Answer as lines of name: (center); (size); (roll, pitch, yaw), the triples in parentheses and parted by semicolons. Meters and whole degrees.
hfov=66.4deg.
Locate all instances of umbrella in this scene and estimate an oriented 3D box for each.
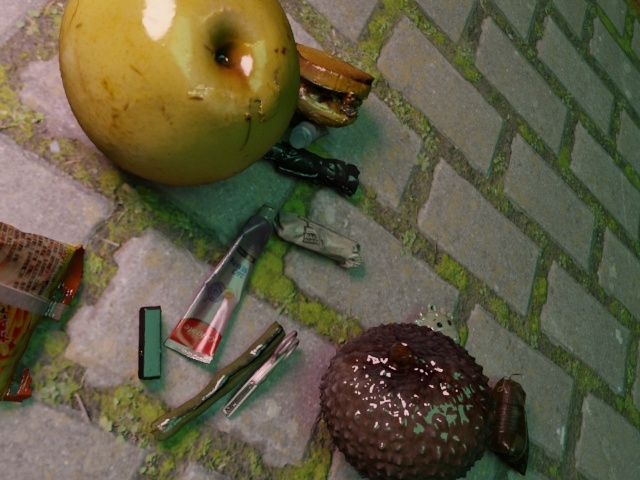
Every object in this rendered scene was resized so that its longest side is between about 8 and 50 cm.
umbrella: (-0.025, -0.151, 0.961); (0.236, 0.059, 0.066); (17, 50, -28)

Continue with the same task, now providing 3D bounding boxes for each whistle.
whistle: (0.255, 0.257, 1.033); (0.102, 0.106, 0.252); (-8, 83, 6)

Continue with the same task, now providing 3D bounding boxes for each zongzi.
zongzi: (0.456, 0.431, 1.148); (0.184, 0.084, 0.187); (46, 53, -34)

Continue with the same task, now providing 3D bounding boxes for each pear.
pear: (-0.193, -0.246, 0.713); (0.349, 0.348, 0.347); (8, 75, -33)

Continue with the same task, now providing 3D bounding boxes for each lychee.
lychee: (0.144, 0.283, 0.852); (0.300, 0.300, 0.299); (8, 75, -33)

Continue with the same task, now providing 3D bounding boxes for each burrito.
burrito: (0.000, 0.000, 0.941); (0.203, 0.064, 0.064); (26, 66, -26)

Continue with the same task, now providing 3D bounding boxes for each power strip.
power strip: (-0.259, 0.155, 0.741); (0.030, 0.038, 0.111); (4, 76, -32)

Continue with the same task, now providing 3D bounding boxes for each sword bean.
sword bean: (-0.156, 0.225, 0.796); (0.269, 0.038, 0.043); (-36, 94, -34)

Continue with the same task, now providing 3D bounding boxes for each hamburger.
hamburger: (-0.004, -0.299, 0.942); (0.191, 0.117, 0.181); (17, 26, -24)

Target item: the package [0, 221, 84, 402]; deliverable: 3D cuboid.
package: (-0.445, 0.059, 0.584); (0.288, 0.109, 0.223); (31, 69, -37)

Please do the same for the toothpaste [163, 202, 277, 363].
toothpaste: (-0.151, 0.060, 0.833); (0.075, 0.048, 0.300); (39, 63, -26)

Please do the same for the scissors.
scissors: (-0.098, 0.225, 0.829); (0.022, 0.085, 0.176); (38, 68, 19)

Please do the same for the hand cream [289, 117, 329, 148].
hand cream: (-0.021, -0.215, 0.958); (0.065, 0.043, 0.170); (55, 25, -13)
